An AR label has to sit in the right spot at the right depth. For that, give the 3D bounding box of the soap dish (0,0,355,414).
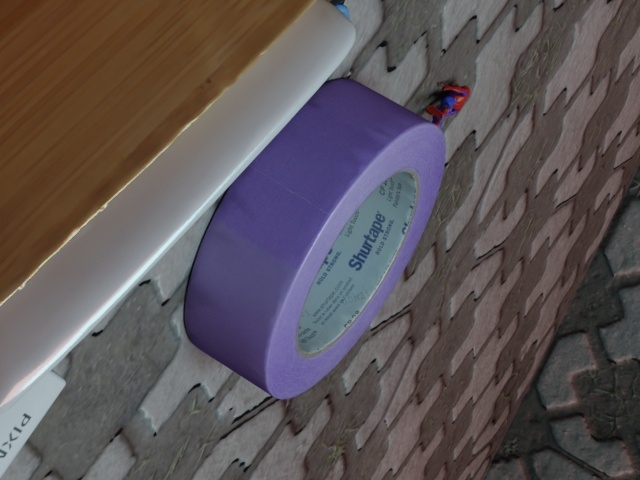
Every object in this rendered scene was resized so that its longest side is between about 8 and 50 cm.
[{"bbox_3d":[-0.149,-0.044,0.537,0.229,0.291,0.118,-48,116,-28],"label":"soap dish"}]

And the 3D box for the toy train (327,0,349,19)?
[{"bbox_3d":[-0.038,-0.153,0.928,0.184,0.080,0.105,-41,149,-43],"label":"toy train"}]

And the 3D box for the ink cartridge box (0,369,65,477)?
[{"bbox_3d":[-0.262,0.188,0.900,0.275,0.060,0.239,-56,160,-11],"label":"ink cartridge box"}]

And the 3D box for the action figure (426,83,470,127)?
[{"bbox_3d":[0.129,-0.140,1.452,0.115,0.030,0.038,-37,157,-59],"label":"action figure"}]

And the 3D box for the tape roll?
[{"bbox_3d":[0.000,0.000,1.239,0.275,0.090,0.275,-49,160,-26],"label":"tape roll"}]
